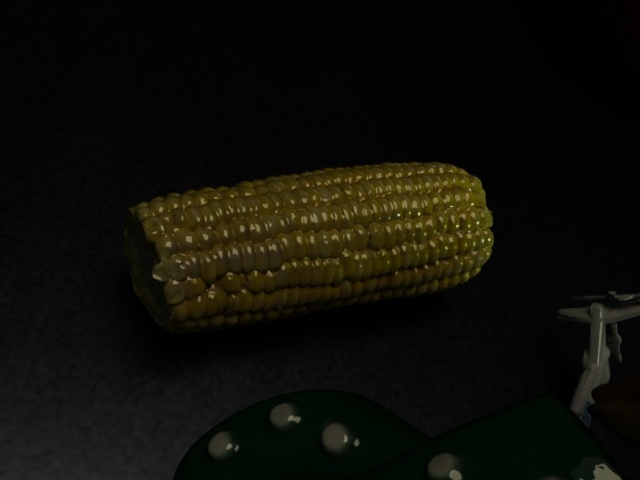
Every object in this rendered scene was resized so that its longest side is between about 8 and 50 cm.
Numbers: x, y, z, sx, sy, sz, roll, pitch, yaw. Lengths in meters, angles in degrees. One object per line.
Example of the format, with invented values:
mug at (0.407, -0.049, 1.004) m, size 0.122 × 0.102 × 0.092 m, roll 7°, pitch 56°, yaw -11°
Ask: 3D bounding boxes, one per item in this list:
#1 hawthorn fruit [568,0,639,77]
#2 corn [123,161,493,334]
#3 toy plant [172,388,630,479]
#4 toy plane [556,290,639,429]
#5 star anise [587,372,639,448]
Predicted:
hawthorn fruit at (0.372, -0.290, 0.836) m, size 0.224 × 0.224 × 0.261 m, roll -24°, pitch 44°, yaw -37°
corn at (0.000, 0.000, 0.489) m, size 0.244 × 0.093 × 0.093 m, roll -6°, pitch 55°, yaw -28°
toy plant at (0.020, 0.164, 0.311) m, size 0.243 × 0.112 × 0.232 m, roll -14°, pitch 49°, yaw 17°
toy plane at (0.132, 0.141, 0.453) m, size 0.182 × 0.107 × 0.273 m, roll -13°, pitch 22°, yaw 18°
star anise at (0.233, 0.093, 0.293) m, size 0.350 × 0.108 × 0.292 m, roll 13°, pitch 21°, yaw -40°
